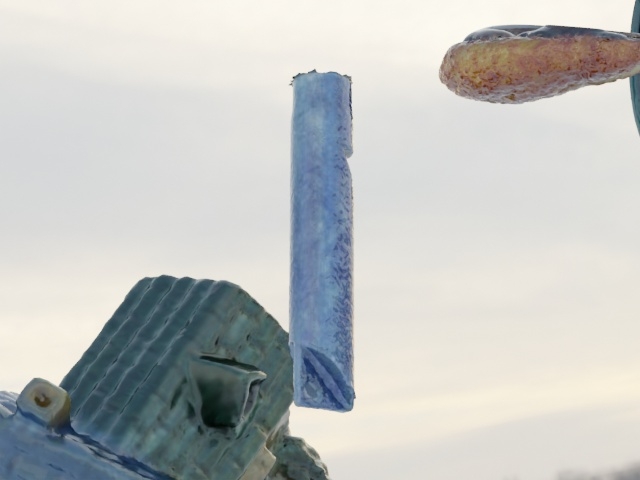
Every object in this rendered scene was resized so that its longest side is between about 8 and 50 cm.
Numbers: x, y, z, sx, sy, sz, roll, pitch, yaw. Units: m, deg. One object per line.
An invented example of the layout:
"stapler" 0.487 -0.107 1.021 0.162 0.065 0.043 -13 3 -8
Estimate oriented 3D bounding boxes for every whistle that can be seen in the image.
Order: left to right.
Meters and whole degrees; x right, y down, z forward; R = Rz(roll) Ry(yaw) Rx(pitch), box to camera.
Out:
"whistle" 0.000 0.000 1.524 0.062 0.304 0.062 0 -16 0

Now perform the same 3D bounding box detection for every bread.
"bread" 0.257 -0.199 1.954 0.269 0.095 0.139 4 12 25

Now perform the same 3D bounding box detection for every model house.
"model house" -0.182 0.281 1.928 0.395 0.445 0.400 24 -40 16

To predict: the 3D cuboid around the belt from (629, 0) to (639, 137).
"belt" 0.578 -0.258 2.302 0.300 0.436 0.173 14 28 31
